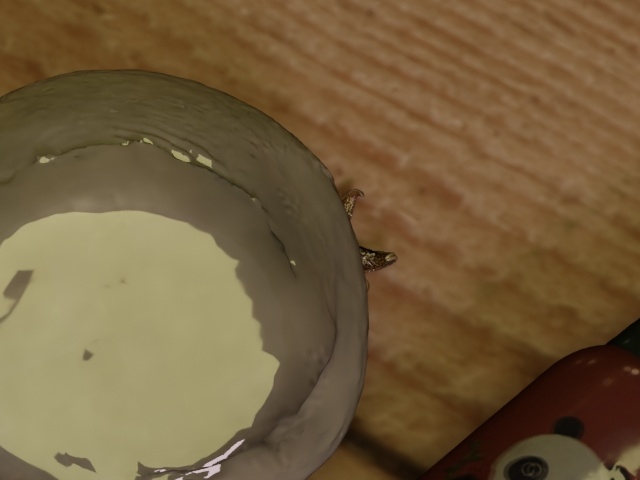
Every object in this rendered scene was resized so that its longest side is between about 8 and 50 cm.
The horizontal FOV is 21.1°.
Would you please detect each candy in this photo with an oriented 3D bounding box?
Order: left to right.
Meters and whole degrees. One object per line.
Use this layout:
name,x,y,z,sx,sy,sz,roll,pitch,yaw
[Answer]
candy,-0.116,0.037,0.991,0.295,0.185,0.296,1,83,-9

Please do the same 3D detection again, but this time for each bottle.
bottle,0.135,0.158,0.997,0.336,0.144,0.144,-40,83,-10

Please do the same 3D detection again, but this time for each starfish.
starfish,0.000,0.000,1.077,0.078,0.028,0.091,-29,79,-11
